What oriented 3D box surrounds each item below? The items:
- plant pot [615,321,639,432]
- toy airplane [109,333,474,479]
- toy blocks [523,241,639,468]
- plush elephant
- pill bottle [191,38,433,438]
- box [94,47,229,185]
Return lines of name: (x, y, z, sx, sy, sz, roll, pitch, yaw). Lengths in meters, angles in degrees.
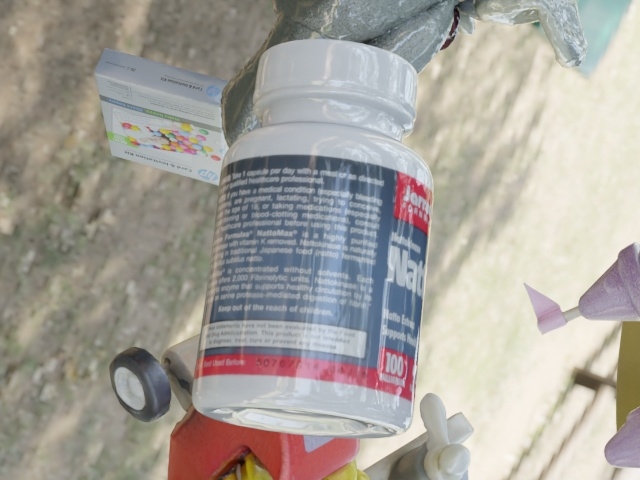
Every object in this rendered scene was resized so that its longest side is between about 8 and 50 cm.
plant pot: (0.489, 0.147, 1.913, 0.212, 0.212, 0.187, 136, -55, -81)
toy airplane: (-0.046, 0.265, 1.242, 0.386, 0.272, 0.384, -52, 150, 1)
toy blocks: (0.298, 0.102, 0.920, 0.309, 0.260, 0.289, 12, 53, -64)
plush elephant: (0.082, -0.235, 1.296, 0.255, 0.330, 0.272, 4, 67, -36)
pill bottle: (0.000, 0.000, 0.735, 0.108, 0.108, 0.180, 43, 51, -68)
box: (-0.172, -0.136, 1.700, 0.186, 0.145, 0.038, 94, 13, -66)
